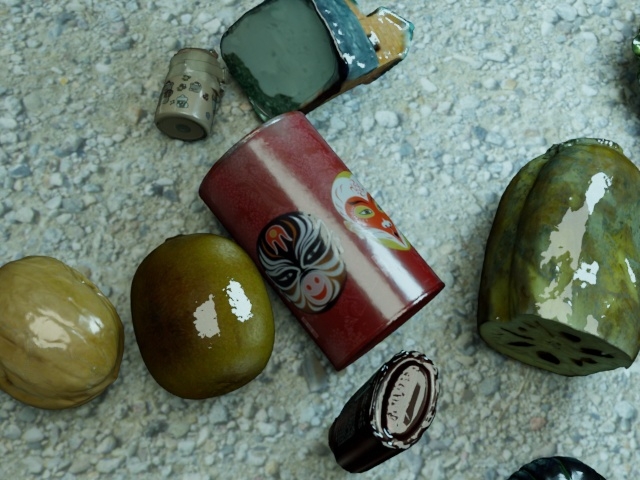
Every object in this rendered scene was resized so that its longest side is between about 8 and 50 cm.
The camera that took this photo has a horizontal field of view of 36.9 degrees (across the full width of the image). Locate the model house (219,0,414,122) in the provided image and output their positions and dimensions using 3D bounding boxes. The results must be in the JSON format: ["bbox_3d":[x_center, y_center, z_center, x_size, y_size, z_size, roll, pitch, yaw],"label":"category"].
[{"bbox_3d":[0.031,-0.316,1.520,0.291,0.253,0.184,-26,89,-38],"label":"model house"}]

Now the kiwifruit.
[{"bbox_3d":[-0.168,0.100,1.342,0.196,0.196,0.234,-19,73,-16],"label":"kiwifruit"}]

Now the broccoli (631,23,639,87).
[{"bbox_3d":[0.694,-0.289,1.627,0.334,0.272,0.324,-9,111,-20],"label":"broccoli"}]

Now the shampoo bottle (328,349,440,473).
[{"bbox_3d":[0.072,0.238,1.260,0.084,0.323,0.129,20,67,-2],"label":"shampoo bottle"}]

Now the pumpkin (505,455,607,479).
[{"bbox_3d":[0.329,0.397,1.340,0.194,0.150,0.194,0,76,0],"label":"pumpkin"}]

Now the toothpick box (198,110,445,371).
[{"bbox_3d":[0.000,0.000,1.401,0.204,0.204,0.333,-34,79,-19],"label":"toothpick box"}]

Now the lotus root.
[{"bbox_3d":[0.375,0.014,1.442,0.250,0.250,0.346,16,71,-4],"label":"lotus root"}]

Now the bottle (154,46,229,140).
[{"bbox_3d":[-0.201,-0.241,1.513,0.099,0.099,0.152,13,67,-5],"label":"bottle"}]

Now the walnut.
[{"bbox_3d":[-0.367,0.127,1.293,0.222,0.195,0.195,33,68,8],"label":"walnut"}]
